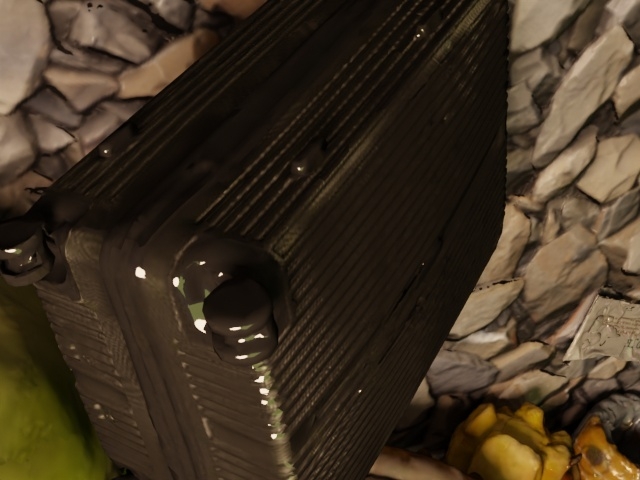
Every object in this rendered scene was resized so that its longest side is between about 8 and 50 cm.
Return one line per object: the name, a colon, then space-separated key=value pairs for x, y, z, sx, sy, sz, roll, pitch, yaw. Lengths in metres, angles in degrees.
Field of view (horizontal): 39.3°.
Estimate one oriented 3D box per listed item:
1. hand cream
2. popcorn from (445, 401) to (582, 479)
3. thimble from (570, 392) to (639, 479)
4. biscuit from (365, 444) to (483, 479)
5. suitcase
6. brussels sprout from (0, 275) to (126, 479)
hand cream: x=0.365 y=0.112 z=0.939 sx=0.257 sy=0.050 sz=0.084 roll=15 pitch=117 yaw=-23
popcorn: x=0.192 y=0.240 z=0.903 sx=0.167 sy=0.152 sz=0.148 roll=46 pitch=55 yaw=-41
thimble: x=0.326 y=0.246 z=0.964 sx=0.151 sy=0.127 sz=0.118 roll=-5 pitch=130 yaw=-41
biscuit: x=0.058 y=0.322 z=0.854 sx=0.332 sy=0.103 sz=0.332 roll=11 pitch=127 yaw=14
suitcase: x=0.000 y=0.000 z=0.529 sx=0.335 sy=0.152 sz=0.229 roll=-52 pitch=147 yaw=-40
brussels sprout: x=-0.257 y=0.113 z=0.542 sx=0.316 sy=0.274 sz=0.242 roll=22 pitch=136 yaw=-32
